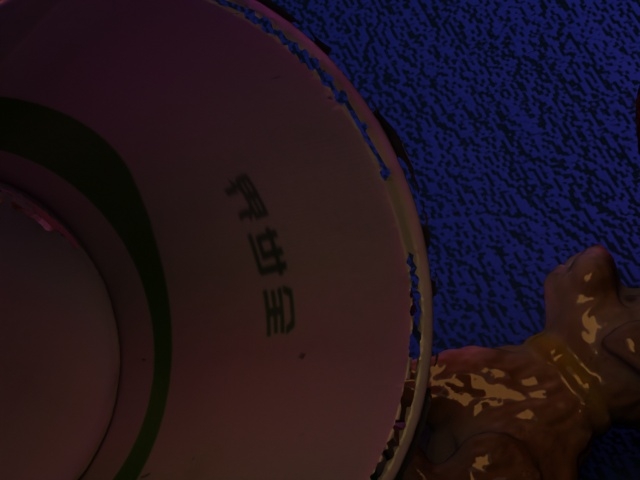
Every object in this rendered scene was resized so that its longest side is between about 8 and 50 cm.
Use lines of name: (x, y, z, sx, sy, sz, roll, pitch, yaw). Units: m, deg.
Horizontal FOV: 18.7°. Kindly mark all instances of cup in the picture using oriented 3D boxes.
cup: (-0.122, 0.035, 0.824, 0.253, 0.274, 0.253, 4, 81, -28)

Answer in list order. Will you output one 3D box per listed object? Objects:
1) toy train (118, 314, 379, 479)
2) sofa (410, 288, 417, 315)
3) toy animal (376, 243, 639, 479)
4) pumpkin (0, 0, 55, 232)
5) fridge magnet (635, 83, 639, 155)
toy train: (-0.039, 0.089, 0.949, 0.071, 0.178, 0.104, 6, 73, -36)
sofa: (0.000, 0.000, 1.056, 0.039, 0.060, 0.118, -38, 61, -10)
toy animal: (0.126, 0.106, 0.949, 0.185, 0.104, 0.184, -23, 55, -14)
pumpkin: (-0.267, -0.003, 1.042, 0.222, 0.139, 0.317, 15, 62, 11)
fridge magnet: (0.272, -0.005, 0.886, 0.155, 0.364, 0.363, -34, 50, 29)
